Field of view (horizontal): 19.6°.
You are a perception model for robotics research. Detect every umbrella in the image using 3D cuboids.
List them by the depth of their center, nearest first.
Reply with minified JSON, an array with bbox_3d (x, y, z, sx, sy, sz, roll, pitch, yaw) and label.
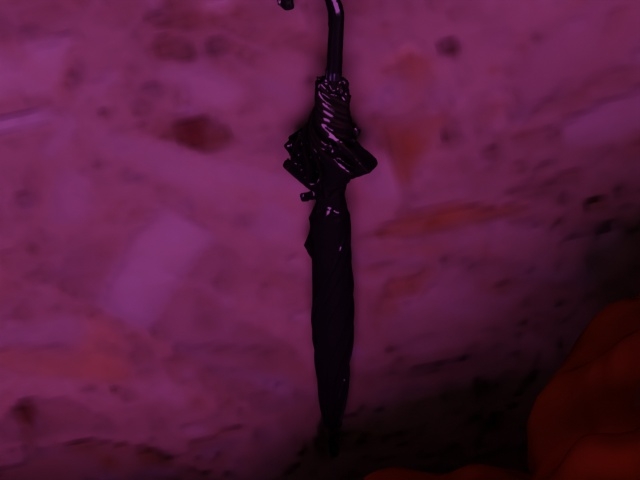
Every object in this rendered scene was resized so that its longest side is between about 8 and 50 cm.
[{"bbox_3d":[0.004,0.002,0.444,0.022,0.022,0.149,24,136,34],"label":"umbrella"}]

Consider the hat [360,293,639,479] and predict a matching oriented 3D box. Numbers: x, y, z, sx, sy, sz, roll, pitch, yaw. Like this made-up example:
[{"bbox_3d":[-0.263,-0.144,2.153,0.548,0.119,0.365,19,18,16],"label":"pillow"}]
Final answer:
[{"bbox_3d":[0.052,0.171,0.426,0.400,0.285,0.285,-18,125,16],"label":"hat"}]
